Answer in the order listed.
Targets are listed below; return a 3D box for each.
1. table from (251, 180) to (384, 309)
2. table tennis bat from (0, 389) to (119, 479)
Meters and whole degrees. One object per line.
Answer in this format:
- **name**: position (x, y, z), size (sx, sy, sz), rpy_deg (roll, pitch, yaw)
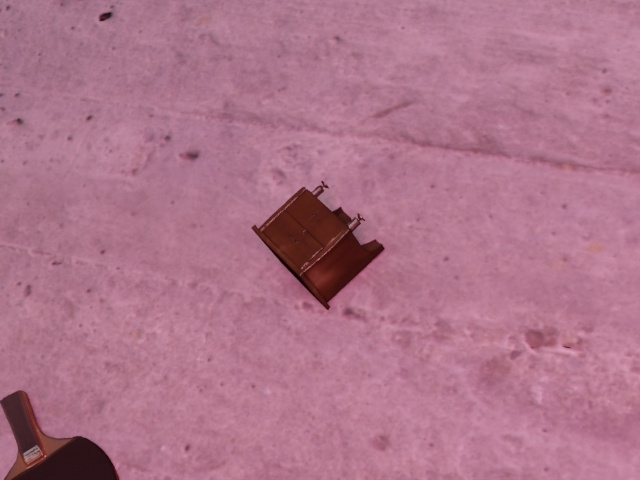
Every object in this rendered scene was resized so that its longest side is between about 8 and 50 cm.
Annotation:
- **table**: position (0.000, 0.000, 1.436), size (0.082, 0.070, 0.083), rpy_deg (-43, 51, -4)
- **table tennis bat**: position (-0.263, 0.231, 1.447), size (0.130, 0.019, 0.220), rpy_deg (-33, 53, 2)
